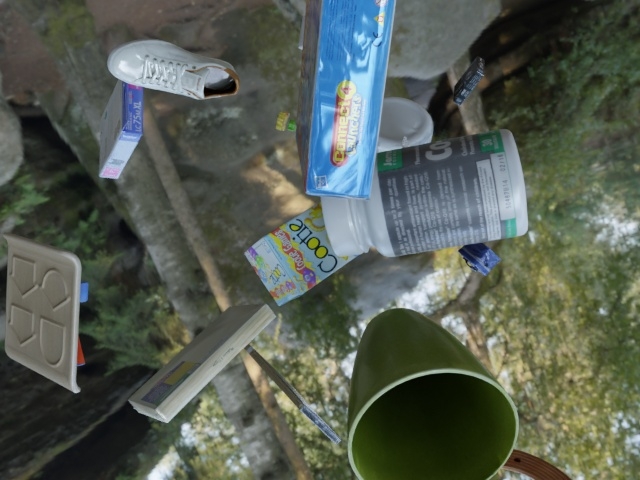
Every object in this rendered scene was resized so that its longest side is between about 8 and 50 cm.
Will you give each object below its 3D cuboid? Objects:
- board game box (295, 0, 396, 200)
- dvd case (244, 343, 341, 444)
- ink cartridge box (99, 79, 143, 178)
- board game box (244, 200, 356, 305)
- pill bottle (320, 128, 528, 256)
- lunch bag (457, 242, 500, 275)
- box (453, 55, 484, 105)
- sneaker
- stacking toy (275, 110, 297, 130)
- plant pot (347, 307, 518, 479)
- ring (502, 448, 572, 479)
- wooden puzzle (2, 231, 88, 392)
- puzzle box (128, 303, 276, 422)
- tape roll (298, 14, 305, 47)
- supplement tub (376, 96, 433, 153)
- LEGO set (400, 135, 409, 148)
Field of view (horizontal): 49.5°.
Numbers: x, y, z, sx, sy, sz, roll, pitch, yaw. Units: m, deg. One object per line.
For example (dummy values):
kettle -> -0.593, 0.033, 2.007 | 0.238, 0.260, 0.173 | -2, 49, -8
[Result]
board game box -> 0.025, -0.248, 0.949 | 0.086, 0.308, 0.302 | 3, -159, -6
dvd case -> -0.058, 0.311, 1.416 | 0.018, 0.164, 0.221 | -45, -137, -9
ink cartridge box -> -0.520, -0.310, 1.821 | 0.065, 0.185, 0.311 | 5, 157, -26
board game box -> 0.000, 0.000, 1.496 | 0.275, 0.142, 0.144 | -34, 180, -27
pill bottle -> 0.194, -0.080, 1.318 | 0.361, 0.204, 0.204 | -10, -167, 11
lunch bag -> 0.387, 0.042, 1.700 | 0.065, 0.067, 0.098 | -48, -151, 5
box -> 0.302, -0.325, 1.413 | 0.083, 0.018, 0.067 | -53, -166, 42
sneaker -> -0.314, -0.373, 1.525 | 0.290, 0.105, 0.123 | 1, -153, -24
stacking toy -> -0.014, -0.291, 1.823 | 0.167, 0.052, 0.221 | 20, -170, 6
plant pot -> 0.162, 0.249, 1.218 | 0.275, 0.274, 0.293 | -21, -153, 4
ring -> 0.359, 0.532, 1.357 | 0.337, 0.032, 0.336 | 0, -153, 0
wooden puzzle -> -0.667, 0.166, 1.700 | 0.322, 0.347, 0.081 | 12, -165, 39
puzzle box -> -0.331, 0.328, 1.921 | 0.409, 0.052, 0.272 | -43, -165, -26
tape roll -> 0.077, -0.630, 2.171 | 0.287, 0.100, 0.286 | 9, -170, -2
supplement tub -> 0.193, -0.217, 1.953 | 0.207, 0.207, 0.337 | -26, 147, -21
LEGO set -> 0.289, -0.167, 1.687 | 0.183, 0.060, 0.244 | 17, 164, 22
